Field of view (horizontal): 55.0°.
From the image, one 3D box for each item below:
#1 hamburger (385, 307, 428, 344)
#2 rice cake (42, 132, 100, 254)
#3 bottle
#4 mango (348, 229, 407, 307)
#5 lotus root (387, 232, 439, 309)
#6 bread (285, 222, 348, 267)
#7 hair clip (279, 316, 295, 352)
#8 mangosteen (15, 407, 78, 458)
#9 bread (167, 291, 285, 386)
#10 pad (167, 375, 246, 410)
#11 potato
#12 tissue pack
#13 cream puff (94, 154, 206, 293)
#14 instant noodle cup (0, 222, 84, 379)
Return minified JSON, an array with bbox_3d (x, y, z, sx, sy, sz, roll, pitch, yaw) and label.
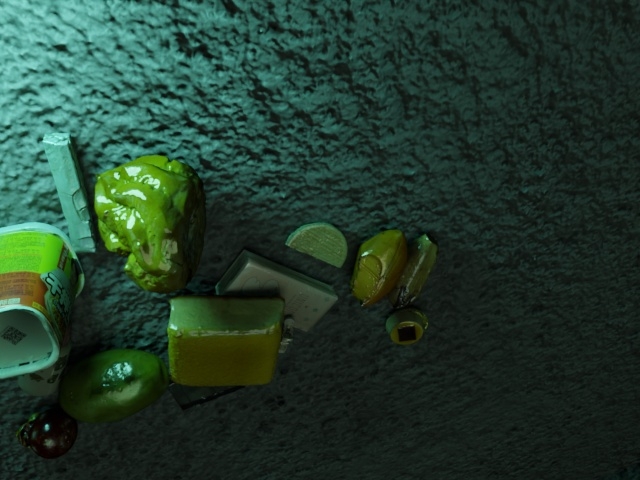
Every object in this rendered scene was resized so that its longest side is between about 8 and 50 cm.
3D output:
[{"bbox_3d":[0.284,0.278,2.021,0.141,0.081,0.126,-23,126,15],"label":"hamburger"},{"bbox_3d":[-0.604,-0.104,1.502,0.066,0.063,0.336,-4,127,-4],"label":"rice cake"},{"bbox_3d":[-0.757,0.306,1.709,0.120,0.120,0.253,14,118,-25],"label":"bottle"},{"bbox_3d":[0.170,0.074,1.817,0.154,0.126,0.252,26,107,-13],"label":"mango"},{"bbox_3d":[0.283,0.096,1.886,0.110,0.097,0.258,16,111,-30],"label":"lotus root"},{"bbox_3d":[0.005,-0.002,1.771,0.193,0.036,0.112,23,110,-25],"label":"bread"},{"bbox_3d":[-0.113,0.315,1.892,0.034,0.072,0.226,9,146,-9],"label":"hair clip"},{"bbox_3d":[-0.836,0.577,1.880,0.145,0.181,0.156,-59,152,-25],"label":"mangosteen"},{"bbox_3d":[-0.275,0.291,1.782,0.324,0.143,0.333,3,139,-10],"label":"bread"},{"bbox_3d":[-0.374,0.461,1.990,0.233,0.022,0.174,-21,128,-1],"label":"pad"},{"bbox_3d":[-0.596,0.414,1.774,0.304,0.216,0.215,-23,127,3],"label":"potato"},{"bbox_3d":[-0.127,0.154,1.816,0.325,0.071,0.170,25,117,-30],"label":"tissue pack"},{"bbox_3d":[-0.420,-0.037,1.484,0.257,0.291,0.324,10,143,3],"label":"cream puff"},{"bbox_3d":[-0.730,0.152,1.488,0.294,0.308,0.293,-8,126,-12],"label":"instant noodle cup"}]
